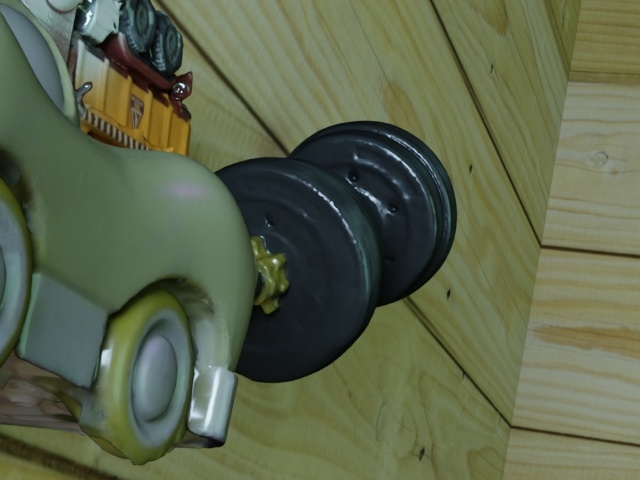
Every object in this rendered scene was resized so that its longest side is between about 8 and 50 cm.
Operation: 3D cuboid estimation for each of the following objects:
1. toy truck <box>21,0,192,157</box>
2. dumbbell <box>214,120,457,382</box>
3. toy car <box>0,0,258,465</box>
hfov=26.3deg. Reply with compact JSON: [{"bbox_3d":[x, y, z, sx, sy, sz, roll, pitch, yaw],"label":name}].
[{"bbox_3d":[-0.166,-0.096,0.821,0.270,0.114,0.135,34,59,-71],"label":"toy truck"},{"bbox_3d":[0.000,0.000,1.199,0.388,0.185,0.185,-29,123,-66],"label":"dumbbell"},{"bbox_3d":[-0.183,-0.033,0.606,0.336,0.242,0.226,43,53,-64],"label":"toy car"}]
